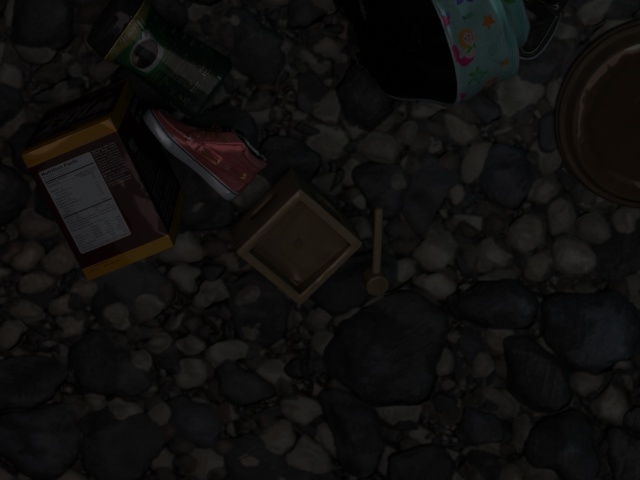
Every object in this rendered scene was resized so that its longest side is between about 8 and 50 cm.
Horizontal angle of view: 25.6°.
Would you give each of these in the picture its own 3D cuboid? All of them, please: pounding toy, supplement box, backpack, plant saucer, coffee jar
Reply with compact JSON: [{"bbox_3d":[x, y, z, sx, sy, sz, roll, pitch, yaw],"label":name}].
[{"bbox_3d":[0.011,-0.003,1.989,0.181,0.094,0.206,-45,115,11],"label":"pounding toy"},{"bbox_3d":[-0.285,-0.086,1.896,0.129,0.191,0.194,-21,111,8],"label":"supplement box"},{"bbox_3d":[0.151,-0.287,1.787,0.191,0.253,0.225,-25,110,-12],"label":"backpack"},{"bbox_3d":[0.464,-0.170,1.946,0.278,0.041,0.278,0,112,-1],"label":"plant saucer"},{"bbox_3d":[-0.216,-0.251,1.891,0.184,0.079,0.096,35,110,-14],"label":"coffee jar"}]

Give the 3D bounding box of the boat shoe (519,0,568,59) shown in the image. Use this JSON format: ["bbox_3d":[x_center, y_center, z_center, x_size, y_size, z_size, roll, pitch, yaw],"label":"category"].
[{"bbox_3d":[0.301,-0.341,1.857,0.080,0.076,0.228,18,110,-7],"label":"boat shoe"}]

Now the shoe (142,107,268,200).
[{"bbox_3d":[-0.157,-0.139,1.948,0.081,0.063,0.178,-43,111,14],"label":"shoe"}]
